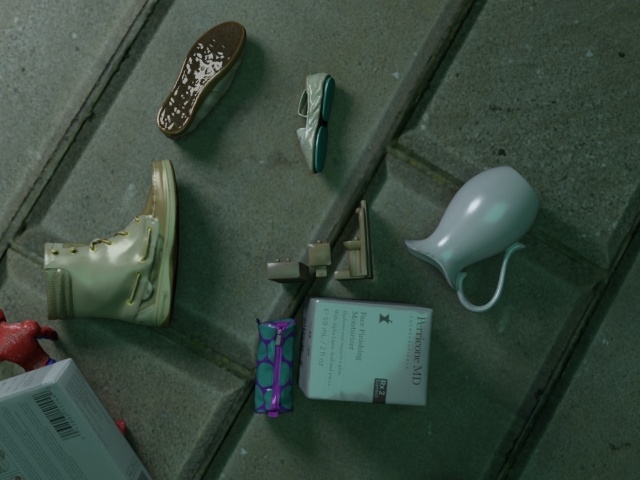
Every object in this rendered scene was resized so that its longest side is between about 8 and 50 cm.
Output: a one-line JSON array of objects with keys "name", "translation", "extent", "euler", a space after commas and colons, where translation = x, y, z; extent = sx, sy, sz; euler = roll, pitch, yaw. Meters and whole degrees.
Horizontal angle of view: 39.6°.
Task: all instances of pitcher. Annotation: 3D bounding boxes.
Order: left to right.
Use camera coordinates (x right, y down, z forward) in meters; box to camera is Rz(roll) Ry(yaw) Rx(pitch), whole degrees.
[{"name": "pitcher", "translation": [0.267, -0.003, 1.429], "extent": [0.207, 0.125, 0.178], "euler": [-42, 84, 0]}]

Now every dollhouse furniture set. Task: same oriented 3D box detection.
[{"name": "dollhouse furniture set", "translation": [0.000, 0.000, 1.399], "extent": [0.151, 0.144, 0.123], "euler": [-4, 84, 7]}]

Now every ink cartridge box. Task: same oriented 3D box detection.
[{"name": "ink cartridge box", "translation": [-0.408, 0.339, 1.315], "extent": [0.261, 0.066, 0.296], "euler": [-20, 112, 17]}]

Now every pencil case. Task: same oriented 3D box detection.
[{"name": "pencil case", "translation": [-0.072, 0.199, 1.406], "extent": [0.064, 0.070, 0.152], "euler": [2, 89, -8]}]

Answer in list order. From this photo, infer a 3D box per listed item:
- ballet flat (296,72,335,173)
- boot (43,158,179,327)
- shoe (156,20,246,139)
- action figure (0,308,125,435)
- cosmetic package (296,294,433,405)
[{"name": "ballet flat", "translation": [-0.012, -0.189, 1.444], "extent": [0.052, 0.057, 0.168], "euler": [6, 83, 20]}, {"name": "boot", "translation": [-0.321, 0.000, 1.370], "extent": [0.203, 0.095, 0.262], "euler": [3, 92, -6]}, {"name": "shoe", "translation": [-0.188, -0.254, 1.418], "extent": [0.076, 0.058, 0.219], "euler": [30, 80, 14]}, {"name": "action figure", "translation": [-0.420, 0.196, 1.360], "extent": [0.091, 0.139, 0.280], "euler": [-38, 115, -10]}, {"name": "cosmetic package", "translation": [0.066, 0.168, 1.383], "extent": [0.183, 0.151, 0.151], "euler": [4, 89, -8]}]
